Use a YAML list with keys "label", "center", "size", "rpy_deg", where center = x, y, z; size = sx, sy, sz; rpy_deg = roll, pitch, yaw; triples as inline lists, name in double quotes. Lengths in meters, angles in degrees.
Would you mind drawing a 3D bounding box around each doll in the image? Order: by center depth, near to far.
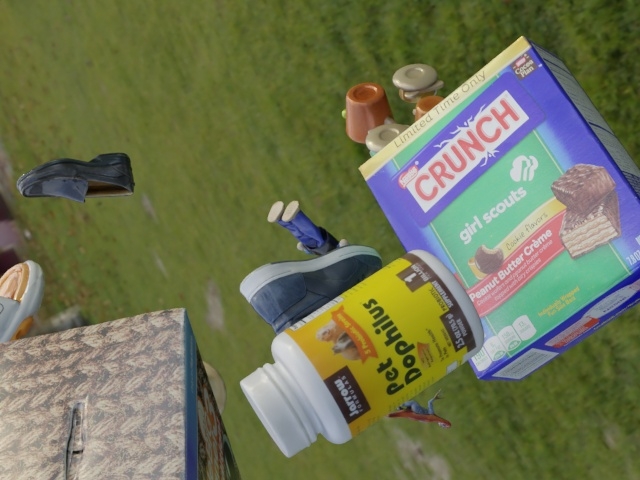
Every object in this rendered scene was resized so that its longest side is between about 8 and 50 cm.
- label: "doll"
  center: [0.000, 0.000, 1.787]
  size: [0.129, 0.046, 0.189]
  rpy_deg: [0, 150, 46]

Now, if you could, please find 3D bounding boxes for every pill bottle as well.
- label: "pill bottle"
  center: [0.037, 0.108, 0.980]
  size: [0.117, 0.215, 0.117]
  rpy_deg: [54, 168, 17]

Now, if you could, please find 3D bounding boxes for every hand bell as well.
- label: "hand bell"
  center: [-0.230, 0.214, 1.568]
  size: [0.126, 0.126, 0.242]
  rpy_deg: [55, 177, 20]

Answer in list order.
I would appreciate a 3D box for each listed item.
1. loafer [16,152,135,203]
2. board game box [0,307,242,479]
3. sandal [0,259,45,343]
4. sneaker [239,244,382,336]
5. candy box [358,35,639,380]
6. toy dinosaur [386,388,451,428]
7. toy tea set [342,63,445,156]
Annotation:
- label: "loafer"
  center: [-0.354, -0.084, 1.539]
  size: [0.062, 0.170, 0.061]
  rpy_deg: [111, 141, -58]
- label: "board game box"
  center: [-0.123, 0.236, 0.708]
  size: [0.232, 0.141, 0.291]
  rpy_deg: [-100, -2, -53]
- label: "sandal"
  center: [-0.283, 0.103, 0.747]
  size: [0.076, 0.265, 0.102]
  rpy_deg: [38, 139, -21]
- label: "sneaker"
  center: [0.026, 0.094, 1.293]
  size: [0.163, 0.226, 0.086]
  rpy_deg: [53, 131, 22]
- label: "candy box"
  center: [0.237, -0.036, 1.250]
  size: [0.122, 0.268, 0.317]
  rpy_deg: [16, -140, -54]
- label: "toy dinosaur"
  center: [0.139, 0.244, 1.450]
  size: [0.082, 0.090, 0.047]
  rpy_deg: [33, 138, 10]
- label: "toy tea set"
  center: [0.165, -0.189, 1.950]
  size: [0.336, 0.200, 0.124]
  rpy_deg: [-110, 6, -49]
